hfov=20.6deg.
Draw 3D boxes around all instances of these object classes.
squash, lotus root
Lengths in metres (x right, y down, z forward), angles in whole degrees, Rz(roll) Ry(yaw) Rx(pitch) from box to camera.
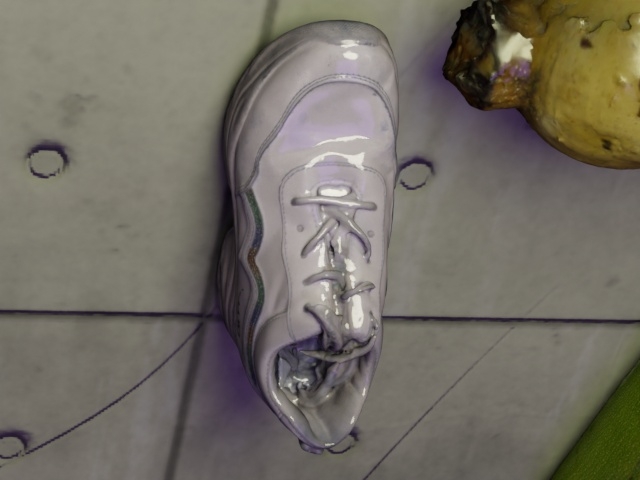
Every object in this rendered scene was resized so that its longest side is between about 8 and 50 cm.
[{"bbox_3d":[0.218,0.137,1.209,0.066,0.066,0.252,15,123,-26],"label":"squash"},{"bbox_3d":[0.204,-0.113,0.940,0.284,0.160,0.146,-9,96,-12],"label":"lotus root"}]

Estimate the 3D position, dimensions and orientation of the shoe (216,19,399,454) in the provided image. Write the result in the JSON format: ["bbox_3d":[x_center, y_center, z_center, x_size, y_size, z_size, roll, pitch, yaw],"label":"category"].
[{"bbox_3d":[0.000,0.000,0.989,0.095,0.138,0.245,-3,129,-20],"label":"shoe"}]
